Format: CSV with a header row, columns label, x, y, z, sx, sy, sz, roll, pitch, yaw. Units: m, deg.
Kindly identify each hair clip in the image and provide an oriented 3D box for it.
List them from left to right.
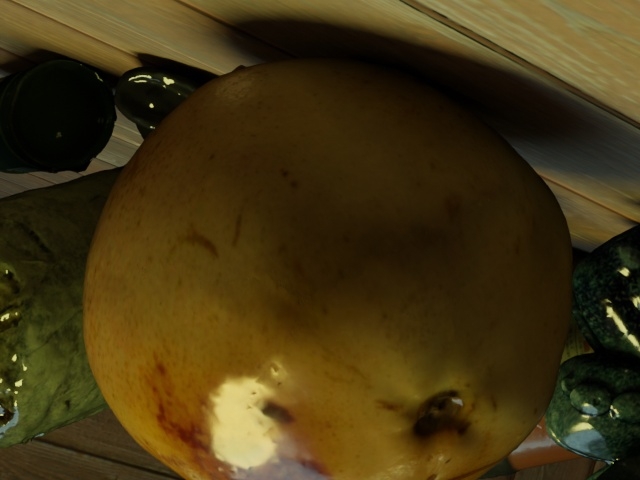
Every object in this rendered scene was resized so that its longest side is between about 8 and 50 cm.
label,x,y,z,sx,sy,sz,roll,pitch,yaw
hair clip,0.286,0.139,1.366,0.310,0.206,0.194,41,174,9

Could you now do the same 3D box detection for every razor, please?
label,x,y,z,sx,sy,sz,roll,pitch,yaw
razor,-0.106,-0.095,1.435,0.090,0.054,0.148,17,173,8

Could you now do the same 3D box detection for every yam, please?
label,x,y,z,sx,sy,sz,roll,pitch,yaw
yam,-0.187,0.041,1.513,0.300,0.195,0.195,-21,-157,-40

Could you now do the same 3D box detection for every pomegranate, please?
label,x,y,z,sx,sy,sz,roll,pitch,yaw
pomegranate,0.000,0.020,1.175,0.319,0.319,0.319,17,174,2

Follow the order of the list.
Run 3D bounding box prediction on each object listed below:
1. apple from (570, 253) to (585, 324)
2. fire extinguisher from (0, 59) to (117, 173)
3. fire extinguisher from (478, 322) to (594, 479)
label,x,y,z,sx,sy,sz,roll,pitch,yaw
apple,0.222,0.063,1.726,0.114,0.102,0.099,18,173,-17
fire extinguisher,-0.253,-0.102,1.642,0.093,0.118,0.294,55,164,-12
fire extinguisher,0.279,0.095,1.559,0.376,0.113,0.200,-13,-157,16
